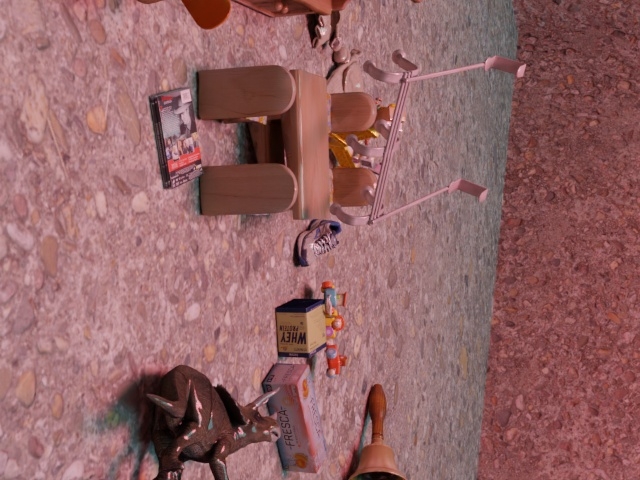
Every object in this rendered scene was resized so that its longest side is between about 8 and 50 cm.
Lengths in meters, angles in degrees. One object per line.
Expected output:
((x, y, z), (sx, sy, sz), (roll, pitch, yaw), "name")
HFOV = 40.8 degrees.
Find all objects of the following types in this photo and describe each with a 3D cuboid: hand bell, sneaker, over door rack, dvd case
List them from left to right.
((-0.185, -0.133, 1.114), (0.087, 0.013, 0.120), (-41, 128, -63), "dvd case")
((0.000, 0.000, 1.515), (0.135, 0.058, 0.052), (-60, 143, -51), "sneaker")
((0.117, 0.402, 1.784), (0.242, 0.126, 0.126), (-88, 162, -44), "hand bell")
((0.153, -0.161, 1.308), (0.324, 0.108, 0.240), (-13, 125, -42), "over door rack")

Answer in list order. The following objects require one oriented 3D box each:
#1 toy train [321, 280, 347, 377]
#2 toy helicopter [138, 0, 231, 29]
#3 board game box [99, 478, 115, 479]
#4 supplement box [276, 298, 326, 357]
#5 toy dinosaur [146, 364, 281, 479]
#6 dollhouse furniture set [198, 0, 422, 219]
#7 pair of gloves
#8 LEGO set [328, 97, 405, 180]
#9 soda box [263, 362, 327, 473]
((0.029, 0.154, 1.522), (0.125, 0.046, 0.166), (-103, -169, -58), "toy train")
((-0.181, -0.394, 0.985), (0.355, 0.140, 0.235), (-87, 155, -43), "toy helicopter")
((-0.141, 0.326, 1.017), (0.211, 0.160, 0.039), (51, 43, -58), "board game box")
((-0.031, 0.145, 1.436), (0.083, 0.056, 0.083), (-19, 107, -67), "supplement box")
((-0.163, 0.225, 1.070), (0.313, 0.121, 0.160), (49, 33, -52), "toy dinosaur")
((0.014, -0.230, 1.289), (0.362, 0.256, 0.394), (-8, 97, -68), "dollhouse furniture set")
((0.038, -0.365, 1.641), (0.204, 0.042, 0.240), (-53, 139, -57), "pair of gloves")
((0.084, -0.210, 1.586), (0.287, 0.132, 0.107), (103, 7, -68), "LEGO set")
((-0.039, 0.291, 1.403), (0.058, 0.062, 0.183), (-54, 139, -57), "soda box")
